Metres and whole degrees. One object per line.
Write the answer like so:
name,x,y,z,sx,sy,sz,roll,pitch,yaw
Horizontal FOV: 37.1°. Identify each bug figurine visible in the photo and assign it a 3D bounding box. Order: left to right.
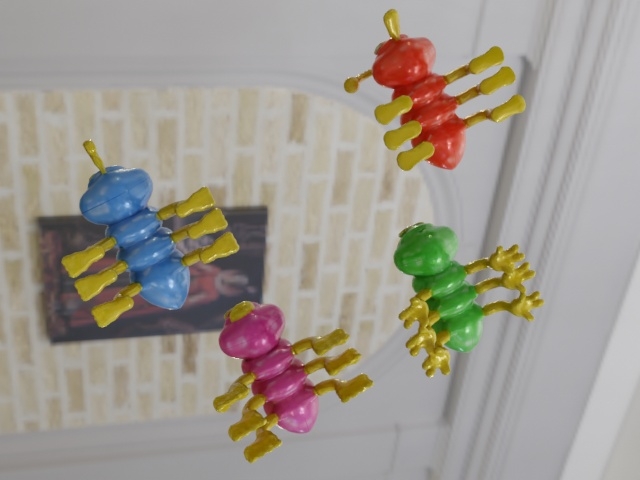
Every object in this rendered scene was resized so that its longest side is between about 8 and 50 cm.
bug figurine,0.000,0.000,0.568,0.216,0.279,0.072,67,-14,-10
